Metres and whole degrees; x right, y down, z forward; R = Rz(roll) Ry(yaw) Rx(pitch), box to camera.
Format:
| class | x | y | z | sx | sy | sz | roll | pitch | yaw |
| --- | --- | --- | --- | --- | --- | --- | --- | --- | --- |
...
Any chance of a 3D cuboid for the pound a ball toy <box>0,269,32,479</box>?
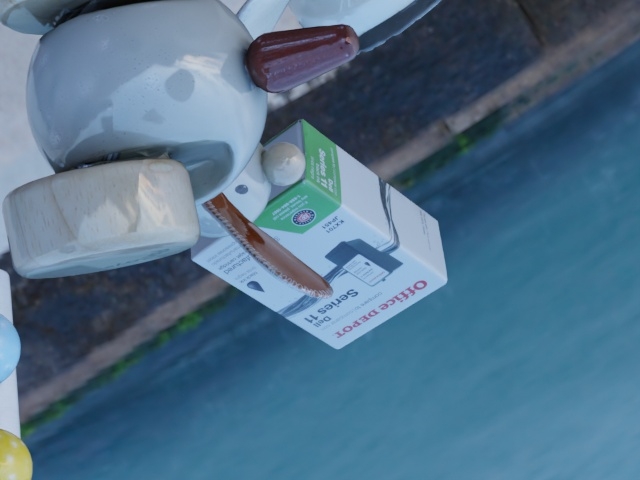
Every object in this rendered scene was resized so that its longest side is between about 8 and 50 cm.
| class | x | y | z | sx | sy | sz | roll | pitch | yaw |
| --- | --- | --- | --- | --- | --- | --- | --- | --- | --- |
| pound a ball toy | -0.259 | 0.170 | 0.859 | 0.136 | 0.319 | 0.208 | -10 | 167 | 14 |

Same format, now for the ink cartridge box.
| class | x | y | z | sx | sy | sz | roll | pitch | yaw |
| --- | --- | --- | --- | --- | --- | --- | --- | --- | --- |
| ink cartridge box | 0.000 | 0.000 | 1.337 | 0.153 | 0.087 | 0.208 | -34 | 131 | 28 |

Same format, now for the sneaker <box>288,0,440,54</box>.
| class | x | y | z | sx | sy | sz | roll | pitch | yaw |
| --- | --- | --- | --- | --- | --- | --- | --- | --- | --- |
| sneaker | -0.007 | -0.314 | 0.977 | 0.158 | 0.410 | 0.182 | -29 | 131 | 10 |

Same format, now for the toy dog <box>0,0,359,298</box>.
| class | x | y | z | sx | sy | sz | roll | pitch | yaw |
| --- | --- | --- | --- | --- | --- | --- | --- | --- | --- |
| toy dog | -0.047 | -0.067 | 0.704 | 0.161 | 0.220 | 0.333 | -8 | -166 | 8 |
